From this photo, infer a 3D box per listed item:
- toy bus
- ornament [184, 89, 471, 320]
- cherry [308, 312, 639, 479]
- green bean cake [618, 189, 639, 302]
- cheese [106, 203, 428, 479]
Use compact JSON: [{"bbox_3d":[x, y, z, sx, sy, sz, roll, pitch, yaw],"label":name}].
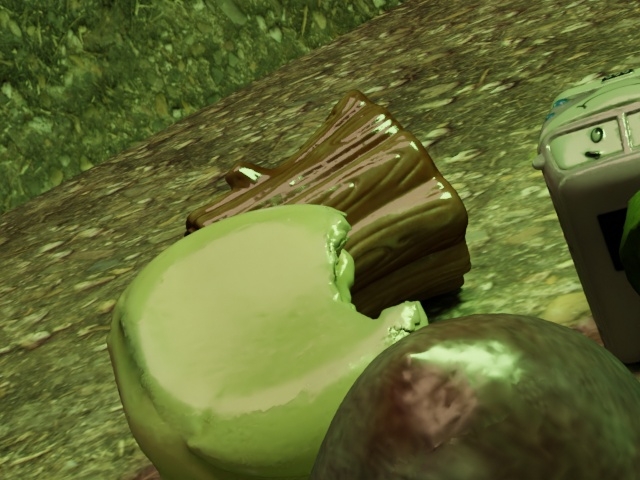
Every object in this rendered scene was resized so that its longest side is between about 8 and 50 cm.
[{"bbox_3d":[0.254,-0.024,0.926,0.142,0.202,0.142,-16,20,22],"label":"toy bus"},{"bbox_3d":[0.000,0.000,1.171,0.218,0.221,0.235,-31,10,-14],"label":"ornament"},{"bbox_3d":[0.087,0.145,0.598,0.184,0.266,0.213,16,59,44],"label":"cherry"},{"bbox_3d":[0.284,0.040,0.670,0.200,0.214,0.113,-17,12,24],"label":"green bean cake"},{"bbox_3d":[-0.037,0.087,0.949,0.233,0.127,0.266,-21,46,-1],"label":"cheese"}]
